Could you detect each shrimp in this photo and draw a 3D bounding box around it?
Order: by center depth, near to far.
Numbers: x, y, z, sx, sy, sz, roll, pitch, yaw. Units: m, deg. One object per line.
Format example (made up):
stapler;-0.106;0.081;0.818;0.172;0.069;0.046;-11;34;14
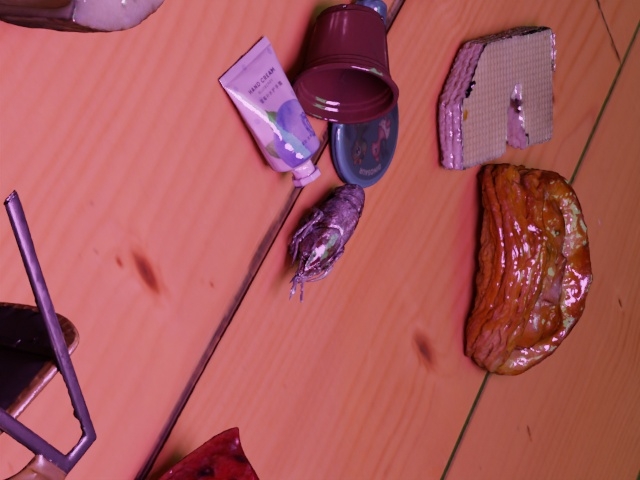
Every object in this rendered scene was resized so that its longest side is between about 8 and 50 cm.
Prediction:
shrimp;0.000;0.000;1.706;0.056;0.065;0.165;45;56;-11

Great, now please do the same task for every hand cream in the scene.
hand cream;-0.042;-0.117;1.641;0.084;0.053;0.142;-49;122;-41

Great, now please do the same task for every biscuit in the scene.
biscuit;0.211;-0.170;2.018;0.250;0.046;0.147;-23;114;-55

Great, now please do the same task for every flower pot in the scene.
flower pot;0.025;-0.181;1.695;0.111;0.111;0.089;40;46;-52

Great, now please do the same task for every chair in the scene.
chair;-0.264;0.102;1.219;0.172;0.159;0.247;-56;136;-33

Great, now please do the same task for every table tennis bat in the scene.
table tennis bat;0.048;-0.154;1.785;0.124;0.033;0.201;-16;112;-57

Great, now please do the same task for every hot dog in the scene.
hot dog;0.251;0.038;2.043;0.175;0.114;0.259;1;92;-56

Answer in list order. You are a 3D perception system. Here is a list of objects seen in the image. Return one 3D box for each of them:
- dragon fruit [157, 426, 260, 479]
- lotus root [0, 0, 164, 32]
dragon fruit;-0.061;0.392;1.500;0.302;0.240;0.330;-46;126;-19
lotus root;-0.184;-0.259;1.335;0.138;0.119;0.234;37;62;-52
